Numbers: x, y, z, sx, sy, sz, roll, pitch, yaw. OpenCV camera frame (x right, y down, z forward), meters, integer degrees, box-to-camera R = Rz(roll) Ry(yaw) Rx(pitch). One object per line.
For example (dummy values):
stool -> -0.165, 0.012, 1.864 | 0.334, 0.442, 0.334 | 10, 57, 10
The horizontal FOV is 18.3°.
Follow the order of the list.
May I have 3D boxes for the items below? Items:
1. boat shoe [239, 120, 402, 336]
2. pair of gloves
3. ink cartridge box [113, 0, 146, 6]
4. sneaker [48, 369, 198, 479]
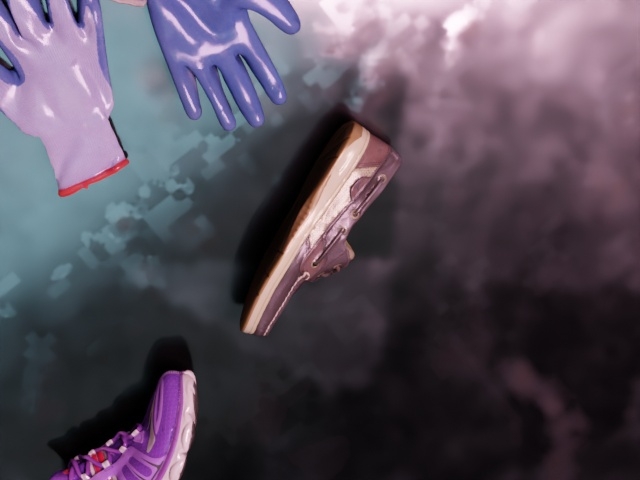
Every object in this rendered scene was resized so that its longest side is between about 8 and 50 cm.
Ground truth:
boat shoe -> 0.000, 0.000, 1.257 | 0.049, 0.056, 0.152 | 28, 103, -11
pair of gloves -> -0.114, -0.122, 1.216 | 0.198, 0.023, 0.159 | -22, 113, 0
ink cartridge box -> -0.223, -0.307, 1.110 | 0.307, 0.072, 0.303 | 9, 104, -13
sneaker -> -0.134, 0.153, 1.286 | 0.071, 0.068, 0.170 | 30, 103, -11
